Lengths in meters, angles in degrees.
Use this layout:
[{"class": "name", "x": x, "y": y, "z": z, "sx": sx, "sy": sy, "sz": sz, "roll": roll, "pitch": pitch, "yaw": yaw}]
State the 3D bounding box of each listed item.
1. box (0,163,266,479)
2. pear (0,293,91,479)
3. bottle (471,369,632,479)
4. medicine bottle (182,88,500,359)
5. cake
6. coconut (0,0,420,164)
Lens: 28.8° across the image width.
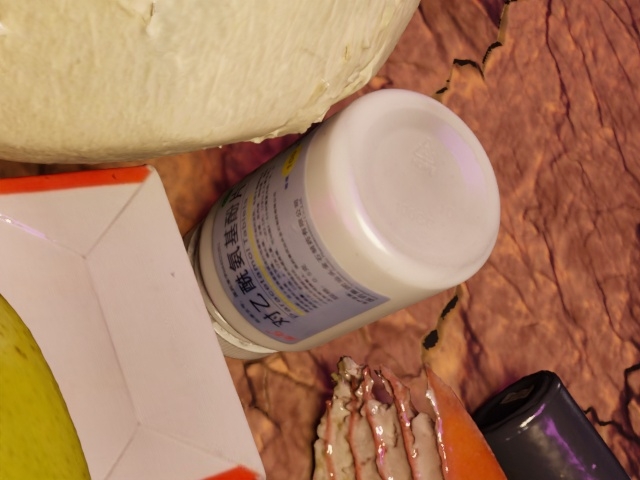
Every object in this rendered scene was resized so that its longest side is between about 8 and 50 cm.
[{"class": "box", "x": -0.126, "y": 0.065, "z": 0.607, "sx": 0.133, "sy": 0.099, "sz": 0.182, "roll": -13, "pitch": 78, "yaw": -43}, {"class": "pear", "x": -0.213, "y": 0.117, "z": 0.420, "sx": 0.294, "sy": 0.294, "sz": 0.294, "roll": 13, "pitch": 65, "yaw": -30}, {"class": "bottle", "x": 0.184, "y": 0.199, "z": 0.778, "sx": 0.082, "sy": 0.072, "sz": 0.244, "roll": -40, "pitch": 96, "yaw": -26}, {"class": "medicine bottle", "x": 0.000, "y": 0.000, "z": 0.659, "sx": 0.102, "sy": 0.186, "sz": 0.103, "roll": 13, "pitch": 66, "yaw": -31}, {"class": "cake", "x": 0.079, "y": 0.195, "z": 0.697, "sx": 0.135, "sy": 0.098, "sz": 0.287, "roll": -14, "pitch": 85, "yaw": -36}, {"class": "coconut", "x": -0.087, "y": -0.223, "z": 0.549, "sx": 0.346, "sy": 0.360, "sz": 0.346, "roll": 12, "pitch": 49, "yaw": -14}]
